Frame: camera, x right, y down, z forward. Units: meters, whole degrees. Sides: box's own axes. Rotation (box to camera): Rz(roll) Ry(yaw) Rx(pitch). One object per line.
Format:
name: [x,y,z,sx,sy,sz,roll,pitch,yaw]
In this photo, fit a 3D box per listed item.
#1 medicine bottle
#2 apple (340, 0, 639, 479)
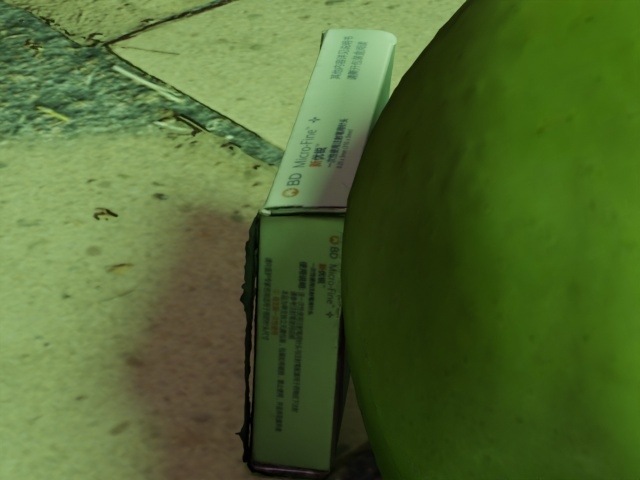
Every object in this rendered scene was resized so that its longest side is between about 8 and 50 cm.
medicine bottle: [0.000,0.000,0.787,0.052,0.171,0.201,8,33,5]
apple: [0.175,0.020,0.617,0.357,0.357,0.357,1,34,-1]
